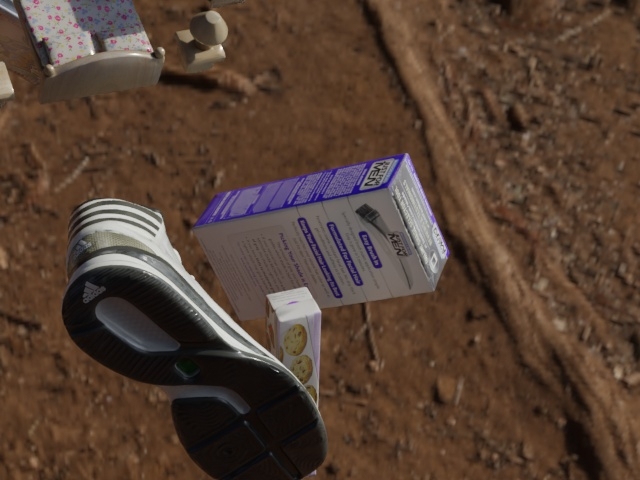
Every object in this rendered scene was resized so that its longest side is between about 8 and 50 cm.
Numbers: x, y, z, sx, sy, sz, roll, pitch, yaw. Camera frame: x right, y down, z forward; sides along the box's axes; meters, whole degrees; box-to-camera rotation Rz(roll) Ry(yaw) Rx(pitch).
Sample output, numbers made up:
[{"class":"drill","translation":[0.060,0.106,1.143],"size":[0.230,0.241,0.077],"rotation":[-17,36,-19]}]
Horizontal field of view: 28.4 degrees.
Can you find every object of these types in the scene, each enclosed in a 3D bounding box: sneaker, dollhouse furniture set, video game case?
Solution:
[{"class":"sneaker","translation":[-0.147,0.105,1.552],"size":[0.169,0.447,0.257],"rotation":[-32,36,10]},{"class":"dollhouse furniture set","translation":[-0.244,-0.335,1.374],"size":[0.356,0.174,0.303],"rotation":[-15,70,-26]},{"class":"video game case","translation":[-0.587,-0.384,2.285],"size":[0.300,0.329,0.036],"rotation":[30,75,-24]}]

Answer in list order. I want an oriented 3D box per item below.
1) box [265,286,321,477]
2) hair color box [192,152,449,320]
[{"class":"box","translation":[-0.041,0.213,1.816],"size":[0.067,0.324,0.063],"rotation":[-10,38,-17]},{"class":"hair color box","translation":[0.000,0.000,1.895],"size":[0.339,0.185,0.110],"rotation":[-9,30,29]}]
